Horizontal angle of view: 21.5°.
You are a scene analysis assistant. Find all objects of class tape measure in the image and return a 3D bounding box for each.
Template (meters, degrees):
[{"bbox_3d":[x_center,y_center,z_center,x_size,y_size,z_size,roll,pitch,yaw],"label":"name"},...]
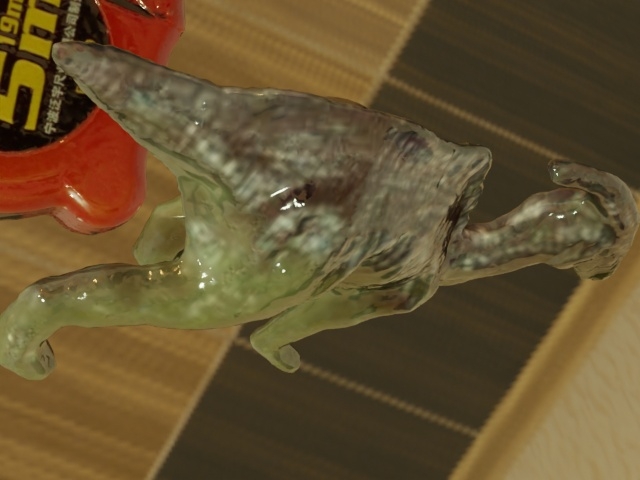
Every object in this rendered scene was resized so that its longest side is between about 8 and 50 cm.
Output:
[{"bbox_3d":[-0.222,-0.136,1.233,0.260,0.114,0.253,13,83,-14],"label":"tape measure"}]

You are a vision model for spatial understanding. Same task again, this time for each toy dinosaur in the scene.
[{"bbox_3d":[-0.001,-0.006,0.674,0.294,0.077,0.162,2,148,-44],"label":"toy dinosaur"}]
